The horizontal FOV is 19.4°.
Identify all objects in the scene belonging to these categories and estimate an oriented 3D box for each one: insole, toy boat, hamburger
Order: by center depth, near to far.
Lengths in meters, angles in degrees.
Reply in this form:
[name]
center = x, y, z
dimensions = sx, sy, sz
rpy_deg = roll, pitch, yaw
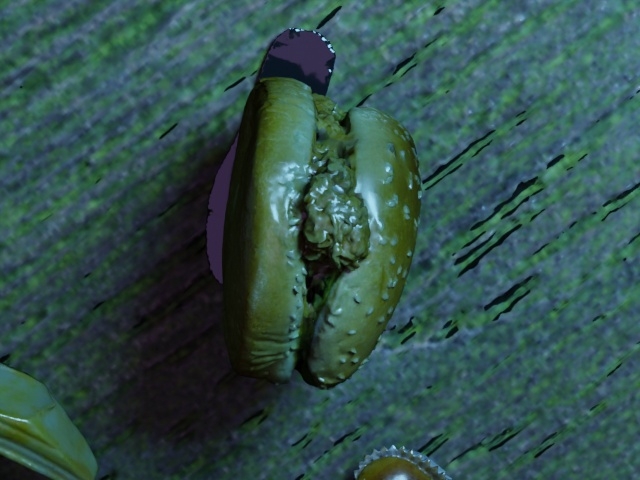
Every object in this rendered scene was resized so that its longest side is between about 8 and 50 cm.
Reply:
[hamburger]
center = 0.000, 0.000, 1.190
dimensions = 0.122, 0.215, 0.189
rpy_deg = 10, 102, -6
[insole]
center = -0.036, -0.055, 1.289
dimensions = 0.064, 0.004, 0.188
rpy_deg = 18, 100, -6
[toy boat]
center = -0.232, 0.124, 1.296
dimensions = 0.172, 0.065, 0.066
rpy_deg = 23, 122, -3

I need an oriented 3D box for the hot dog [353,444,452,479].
[hot dog]
center = 0.034, 0.235, 1.317
dimensions = 0.099, 0.053, 0.192
rpy_deg = 29, 97, -1
